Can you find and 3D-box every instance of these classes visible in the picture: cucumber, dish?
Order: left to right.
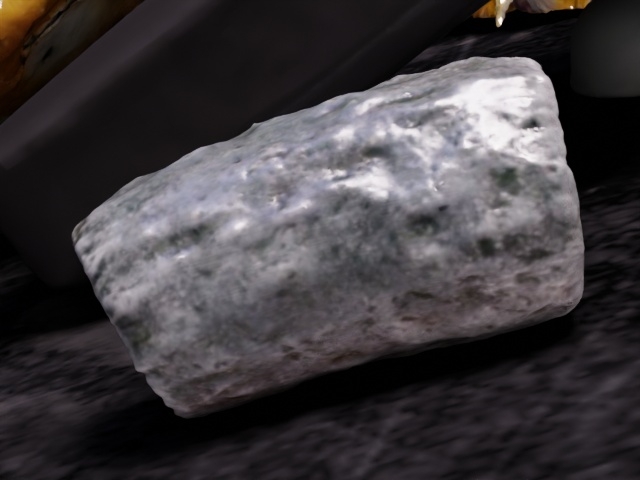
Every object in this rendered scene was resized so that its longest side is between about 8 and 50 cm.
[{"bbox_3d":[0.002,0.000,0.387,0.112,0.064,0.064,-16,12,2],"label":"cucumber"},{"bbox_3d":[0.154,-0.111,0.650,0.141,0.078,0.141,-15,12,3],"label":"dish"}]

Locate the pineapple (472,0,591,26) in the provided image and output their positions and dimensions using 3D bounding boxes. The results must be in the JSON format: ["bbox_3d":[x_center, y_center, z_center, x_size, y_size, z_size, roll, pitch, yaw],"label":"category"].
[{"bbox_3d":[0.118,-0.267,0.918,0.344,0.286,0.209,-7,15,45],"label":"pineapple"}]

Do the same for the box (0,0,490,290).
[{"bbox_3d":[0.031,-0.106,0.604,0.289,0.073,0.290,-35,6,19],"label":"box"}]

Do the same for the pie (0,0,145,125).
[{"bbox_3d":[-0.098,-0.115,0.730,0.308,0.085,0.308,-39,-3,-2],"label":"pie"}]
